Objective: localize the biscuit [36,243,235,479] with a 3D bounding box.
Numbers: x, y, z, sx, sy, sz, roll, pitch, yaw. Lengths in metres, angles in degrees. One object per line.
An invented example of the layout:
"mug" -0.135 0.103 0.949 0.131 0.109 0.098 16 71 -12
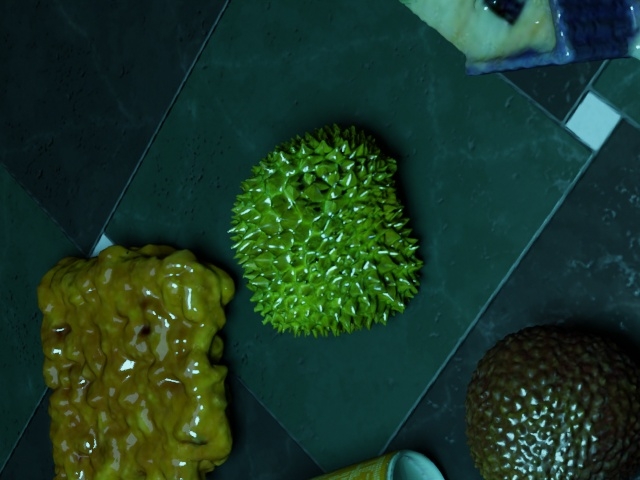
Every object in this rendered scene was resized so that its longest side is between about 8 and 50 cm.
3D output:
"biscuit" -0.230 0.162 1.621 0.318 0.110 0.312 -7 86 35

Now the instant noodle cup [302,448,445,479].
"instant noodle cup" 0.051 0.328 1.378 0.172 0.215 0.216 -29 75 24

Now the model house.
"model house" 0.235 -0.300 1.183 0.280 0.245 0.312 47 126 28

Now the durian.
"durian" -0.001 -0.003 1.418 0.200 0.176 0.237 10 110 55

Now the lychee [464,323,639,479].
"lychee" 0.228 0.173 1.255 0.194 0.194 0.194 2 93 35
